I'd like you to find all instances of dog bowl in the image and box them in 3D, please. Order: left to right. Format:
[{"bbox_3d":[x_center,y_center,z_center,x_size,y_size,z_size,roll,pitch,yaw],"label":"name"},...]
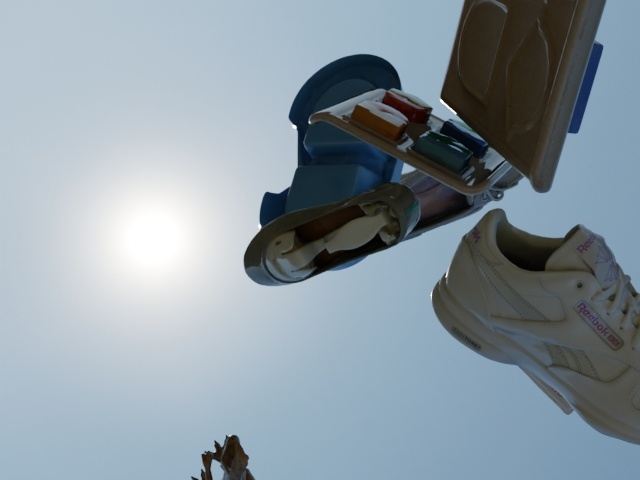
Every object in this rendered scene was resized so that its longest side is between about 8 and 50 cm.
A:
[{"bbox_3d":[0.029,-0.096,1.440,0.166,0.074,0.297,1,-115,33],"label":"dog bowl"}]

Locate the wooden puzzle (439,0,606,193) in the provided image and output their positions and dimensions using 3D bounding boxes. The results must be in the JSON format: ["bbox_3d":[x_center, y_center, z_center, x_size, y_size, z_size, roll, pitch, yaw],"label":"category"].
[{"bbox_3d":[0.231,-0.249,1.151,0.348,0.080,0.322,-112,-148,-64],"label":"wooden puzzle"}]

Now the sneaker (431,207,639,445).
[{"bbox_3d":[0.252,0.080,1.022,0.305,0.152,0.114,27,-144,11],"label":"sneaker"}]

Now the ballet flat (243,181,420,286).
[{"bbox_3d":[0.000,0.000,1.136,0.213,0.072,0.068,-23,-167,25],"label":"ballet flat"}]

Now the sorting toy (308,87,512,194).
[{"bbox_3d":[0.113,-0.121,1.248,0.208,0.038,0.193,25,-157,14],"label":"sorting toy"}]

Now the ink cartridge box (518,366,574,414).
[{"bbox_3d":[0.354,0.155,1.575,0.115,0.067,0.198,46,-55,20],"label":"ink cartridge box"}]

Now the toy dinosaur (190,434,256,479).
[{"bbox_3d":[-0.072,0.252,1.064,0.064,0.211,0.112,-40,-133,-14],"label":"toy dinosaur"}]

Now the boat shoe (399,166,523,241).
[{"bbox_3d":[0.186,-0.072,1.727,0.320,0.118,0.103,-21,-153,10],"label":"boat shoe"}]
